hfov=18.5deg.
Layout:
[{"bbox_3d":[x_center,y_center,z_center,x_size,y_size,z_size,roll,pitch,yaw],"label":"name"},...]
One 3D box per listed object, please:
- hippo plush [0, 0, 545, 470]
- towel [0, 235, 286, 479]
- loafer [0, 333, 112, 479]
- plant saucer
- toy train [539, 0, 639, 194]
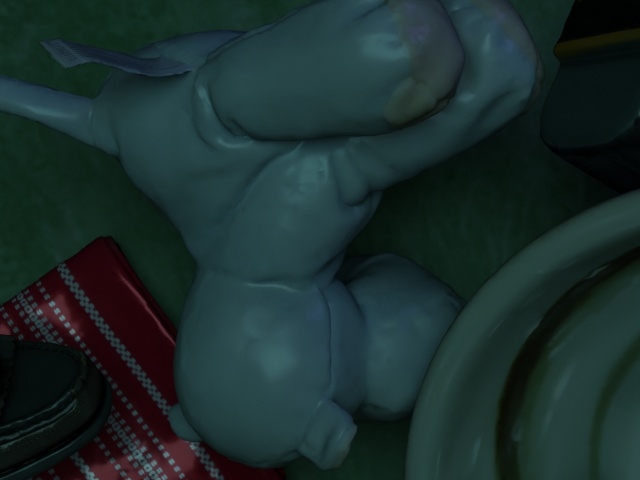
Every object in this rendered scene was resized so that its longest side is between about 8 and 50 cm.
[{"bbox_3d":[0.000,0.000,1.034,0.294,0.234,0.237,-9,91,-38],"label":"hippo plush"},{"bbox_3d":[-0.178,0.148,1.136,0.275,0.031,0.199,-35,79,-2],"label":"towel"},{"bbox_3d":[-0.252,0.094,1.081,0.267,0.084,0.096,-11,39,12],"label":"loafer"},{"bbox_3d":[0.244,0.144,1.008,0.400,0.100,0.401,9,114,22],"label":"plant saucer"},{"bbox_3d":[0.271,-0.067,1.041,0.334,0.142,0.190,29,79,-23],"label":"toy train"}]
